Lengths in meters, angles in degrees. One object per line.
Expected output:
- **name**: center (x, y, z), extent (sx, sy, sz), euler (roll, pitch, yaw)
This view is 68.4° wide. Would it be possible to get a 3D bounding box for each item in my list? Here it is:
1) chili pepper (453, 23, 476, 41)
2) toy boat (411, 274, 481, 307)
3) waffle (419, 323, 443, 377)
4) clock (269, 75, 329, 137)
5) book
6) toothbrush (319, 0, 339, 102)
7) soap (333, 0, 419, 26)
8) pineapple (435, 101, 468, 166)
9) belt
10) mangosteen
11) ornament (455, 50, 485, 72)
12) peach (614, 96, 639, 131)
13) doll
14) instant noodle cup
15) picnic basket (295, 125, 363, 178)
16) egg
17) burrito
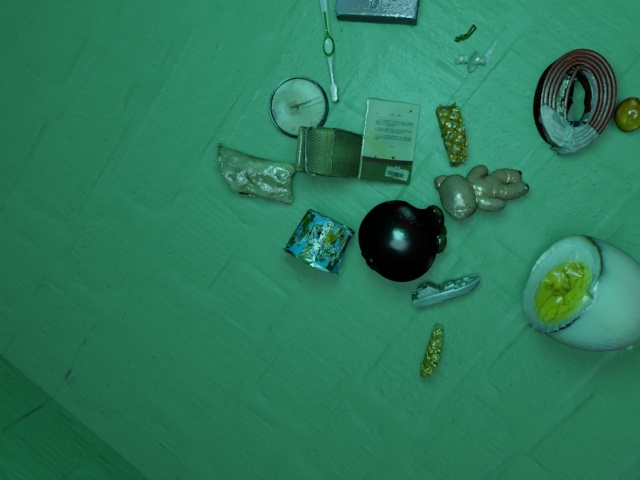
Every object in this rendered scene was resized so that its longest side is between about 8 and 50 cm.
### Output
- **chili pepper**: center (0.494, -0.700, 1.604), extent (0.083, 0.022, 0.027), euler (-34, 124, 15)
- **toy boat**: center (0.460, 0.176, 1.733), extent (0.261, 0.078, 0.085), euler (-21, 109, 17)
- **waffle**: center (0.419, 0.426, 1.785), extent (0.046, 0.160, 0.192), euler (16, 132, 3)
- **clock**: center (-0.082, -0.494, 1.754), extent (0.226, 0.049, 0.225), euler (3, 101, 13)
- **book**: center (0.244, -0.352, 1.685), extent (0.202, 0.026, 0.289), euler (5, 100, -9)
- **toothbrush**: center (0.029, -0.709, 1.695), extent (0.042, 0.040, 0.417), euler (-6, 98, 16)
- **soap**: center (0.205, -0.895, 1.593), extent (0.286, 0.107, 0.296), euler (8, 100, 14)
- **pineapple**: center (0.455, -0.365, 1.612), extent (0.080, 0.135, 0.233), euler (-14, 95, 14)
- **belt**: center (0.820, -0.441, 1.526), extent (0.228, 0.115, 0.323), euler (1, 100, 13)
- **mangosteen**: center (0.288, -0.008, 1.632), extent (0.314, 0.297, 0.296), euler (-30, 92, 19)
- **ornament**: center (0.513, -0.612, 1.604), extent (0.092, 0.041, 0.068), euler (29, 128, -5)
- **peach**: center (0.990, -0.401, 1.508), extent (0.101, 0.101, 0.100), euler (2, 100, 12)
- **doll**: center (0.559, -0.157, 1.642), extent (0.304, 0.156, 0.201), euler (-10, 56, -4)
- **instant noodle cup**: center (0.000, 0.000, 1.740), extent (0.240, 0.240, 0.178), euler (26, 95, 7)
- **picnic basket**: center (0.037, -0.305, 1.646), extent (0.139, 0.267, 0.165), euler (11, 100, 28)
- **egg**: center (0.897, 0.195, 1.512), extent (0.340, 0.354, 0.354), euler (24, 105, -9)
- **burrito**: center (-0.258, -0.248, 1.812), extent (0.348, 0.107, 0.175), euler (17, 90, 7)
